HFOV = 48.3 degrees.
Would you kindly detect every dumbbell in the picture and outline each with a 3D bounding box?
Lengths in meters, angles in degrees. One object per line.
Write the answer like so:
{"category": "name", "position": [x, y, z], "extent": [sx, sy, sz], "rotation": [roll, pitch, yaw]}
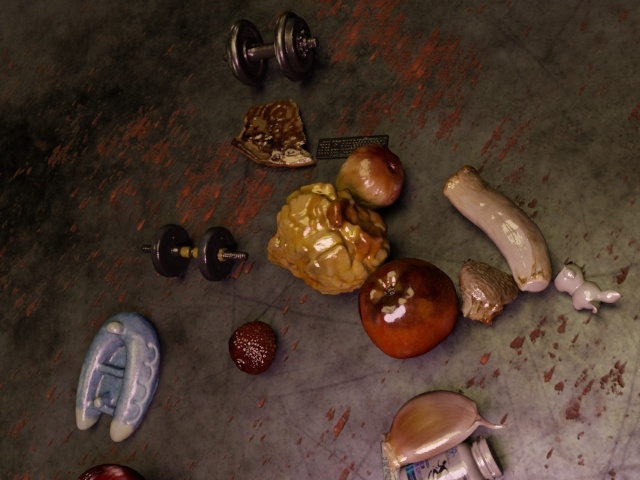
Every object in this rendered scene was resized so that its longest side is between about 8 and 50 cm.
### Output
{"category": "dumbbell", "position": [-0.140, -0.528, 1.979], "extent": [0.290, 0.192, 0.192], "rotation": [-2, 69, 23]}
{"category": "dumbbell", "position": [-0.332, 0.031, 1.870], "extent": [0.325, 0.143, 0.143], "rotation": [3, 71, 25]}

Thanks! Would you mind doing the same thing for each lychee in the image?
{"category": "lychee", "position": [-0.161, 0.255, 1.721], "extent": [0.123, 0.123, 0.129], "rotation": [23, 72, 30]}

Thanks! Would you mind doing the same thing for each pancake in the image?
{"category": "pancake", "position": [-0.139, -0.275, 1.958], "extent": [0.212, 0.056, 0.257], "rotation": [-22, 55, 7]}

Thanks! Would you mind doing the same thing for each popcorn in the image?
{"category": "popcorn", "position": [0.000, 0.000, 1.671], "extent": [0.332, 0.265, 0.225], "rotation": [-10, 23, 45]}

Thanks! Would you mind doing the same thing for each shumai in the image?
{"category": "shumai", "position": [0.351, 0.118, 1.556], "extent": [0.145, 0.145, 0.116], "rotation": [44, 130, 31]}

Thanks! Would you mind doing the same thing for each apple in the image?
{"category": "apple", "position": [0.188, 0.138, 1.554], "extent": [0.230, 0.230, 0.230], "rotation": [-9, 67, 21]}

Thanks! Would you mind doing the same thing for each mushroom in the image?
{"category": "mushroom", "position": [0.399, -0.032, 1.591], "extent": [0.123, 0.095, 0.351], "rotation": [-22, 55, -15]}

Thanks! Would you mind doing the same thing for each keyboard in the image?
{"category": "keyboard", "position": [0.082, -0.245, 1.871], "extent": [0.198, 0.010, 0.063], "rotation": [0, 68, 24]}

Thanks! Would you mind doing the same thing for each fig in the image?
{"category": "fig", "position": [0.087, -0.123, 1.762], "extent": [0.257, 0.159, 0.159], "rotation": [-36, 58, 30]}

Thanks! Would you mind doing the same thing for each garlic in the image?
{"category": "garlic", "position": [0.257, 0.370, 1.467], "extent": [0.266, 0.128, 0.148], "rotation": [-32, 51, 20]}

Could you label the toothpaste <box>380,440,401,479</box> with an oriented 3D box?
{"category": "toothpaste", "position": [0.159, 0.543, 1.505], "extent": [0.062, 0.039, 0.239], "rotation": [-16, 66, 23]}

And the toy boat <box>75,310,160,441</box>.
{"category": "toy boat", "position": [-0.536, 0.342, 1.852], "extent": [0.215, 0.123, 0.330], "rotation": [11, 76, 29]}

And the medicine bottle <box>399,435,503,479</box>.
{"category": "medicine bottle", "position": [0.265, 0.474, 1.445], "extent": [0.191, 0.107, 0.107], "rotation": [-28, 61, 12]}

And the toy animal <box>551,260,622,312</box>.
{"category": "toy animal", "position": [0.550, 0.102, 1.488], "extent": [0.071, 0.085, 0.124], "rotation": [-33, 64, -11]}

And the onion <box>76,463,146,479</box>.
{"category": "onion", "position": [-0.448, 0.646, 1.625], "extent": [0.314, 0.232, 0.314], "rotation": [22, 124, 36]}
